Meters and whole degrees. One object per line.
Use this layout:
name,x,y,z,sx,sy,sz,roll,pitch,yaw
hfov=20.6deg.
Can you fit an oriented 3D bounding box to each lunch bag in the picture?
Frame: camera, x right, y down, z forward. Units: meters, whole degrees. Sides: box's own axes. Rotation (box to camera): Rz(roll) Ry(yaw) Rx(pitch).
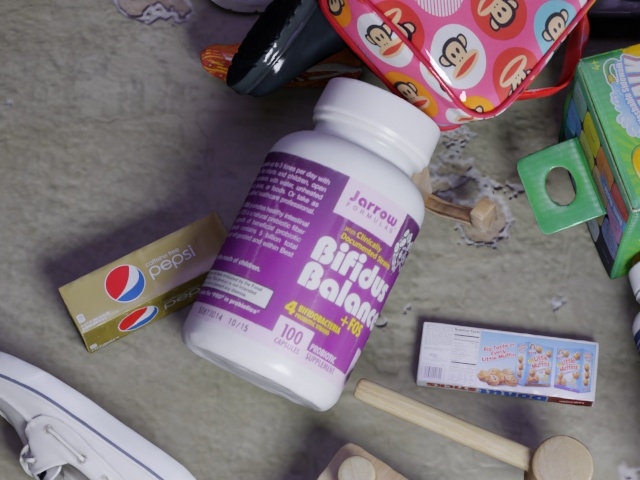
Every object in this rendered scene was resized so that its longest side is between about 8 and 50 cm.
lunch bag,0.168,-0.258,1.768,0.258,0.120,0.293,47,68,-12

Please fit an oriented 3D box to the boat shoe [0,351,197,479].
boat shoe,-0.248,0.203,1.710,0.267,0.096,0.088,33,67,5

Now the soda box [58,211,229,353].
soda box,-0.170,0.043,1.788,0.181,0.061,0.058,-27,69,-10

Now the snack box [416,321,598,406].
snack box,0.188,0.124,1.770,0.178,0.022,0.064,7,67,4

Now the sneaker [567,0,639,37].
sneaker,0.353,-0.286,1.905,0.228,0.087,0.130,3,73,8

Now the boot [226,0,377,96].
boot,0.045,-0.197,1.823,0.207,0.094,0.246,41,73,-21

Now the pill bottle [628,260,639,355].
pill bottle,0.370,0.105,1.727,0.112,0.112,0.186,-13,68,-5

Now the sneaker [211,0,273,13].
sneaker,0.014,-0.313,1.900,0.297,0.129,0.111,-5,65,-3

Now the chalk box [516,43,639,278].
chalk box,0.348,-0.088,1.772,0.289,0.179,0.180,-15,67,-6

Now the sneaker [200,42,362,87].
sneaker,-0.043,-0.200,1.892,0.175,0.064,0.067,0,71,-12

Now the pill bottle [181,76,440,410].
pill bottle,0.000,0.000,1.721,0.169,0.169,0.301,24,81,10

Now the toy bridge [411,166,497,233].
toy bridge,0.101,-0.059,1.825,0.188,0.063,0.026,31,71,24

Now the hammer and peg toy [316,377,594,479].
hammer and peg toy,0.081,0.309,1.639,0.266,0.127,0.361,32,71,15
